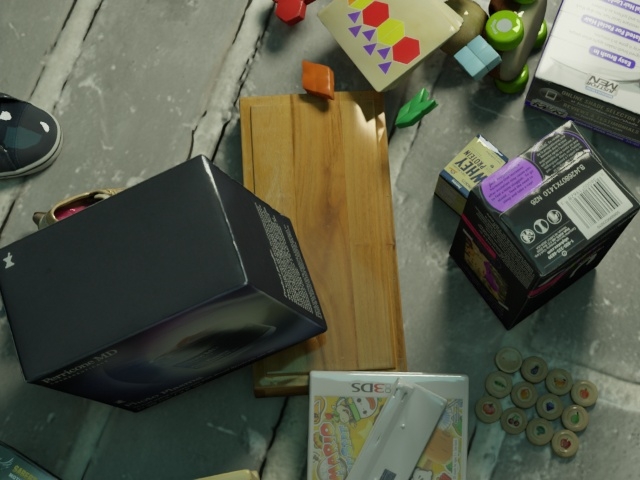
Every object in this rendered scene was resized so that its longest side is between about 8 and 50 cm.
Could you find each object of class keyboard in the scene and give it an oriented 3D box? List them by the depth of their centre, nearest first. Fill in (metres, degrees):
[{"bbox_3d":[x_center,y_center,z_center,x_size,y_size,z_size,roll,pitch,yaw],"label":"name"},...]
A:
[{"bbox_3d":[0.074,0.302,1.753,0.072,0.014,0.256,28,87,-8],"label":"keyboard"}]

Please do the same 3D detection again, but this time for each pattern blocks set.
[{"bbox_3d":[0.091,-0.299,1.892,0.285,0.026,0.324,-31,61,9],"label":"pattern blocks set"}]

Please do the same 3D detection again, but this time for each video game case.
[{"bbox_3d":[0.086,0.283,1.775,0.206,0.026,0.226,1,91,-2],"label":"video game case"}]

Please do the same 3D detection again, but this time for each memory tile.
[{"bbox_3d":[0.289,0.215,1.842,0.148,0.012,0.113,24,74,7],"label":"memory tile"}]

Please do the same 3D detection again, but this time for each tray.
[{"bbox_3d":[0.000,0.000,1.874,0.203,0.076,0.410,-4,74,-2],"label":"tray"}]

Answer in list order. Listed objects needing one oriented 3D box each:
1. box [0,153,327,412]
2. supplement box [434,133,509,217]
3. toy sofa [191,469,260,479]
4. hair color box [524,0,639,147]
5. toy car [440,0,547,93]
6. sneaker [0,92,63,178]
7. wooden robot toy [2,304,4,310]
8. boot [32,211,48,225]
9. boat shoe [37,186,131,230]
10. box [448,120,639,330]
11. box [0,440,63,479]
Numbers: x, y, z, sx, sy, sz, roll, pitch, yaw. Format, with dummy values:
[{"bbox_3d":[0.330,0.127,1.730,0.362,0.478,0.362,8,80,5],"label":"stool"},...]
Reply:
[{"bbox_3d":[-0.191,0.067,1.692,0.296,0.294,0.182,-24,69,12],"label":"box"},{"bbox_3d":[0.207,-0.088,1.897,0.056,0.083,0.083,42,77,11],"label":"supplement box"},{"bbox_3d":[-0.116,0.470,1.680,0.150,0.177,0.362,-12,74,1],"label":"toy sofa"},{"bbox_3d":[0.435,-0.323,1.962,0.185,0.110,0.338,22,72,5],"label":"hair color box"},{"bbox_3d":[0.213,-0.313,1.942,0.188,0.155,0.149,19,73,18],"label":"toy car"},{"bbox_3d":[-0.520,-0.164,1.892,0.321,0.127,0.126,6,71,0],"label":"sneaker"},{"bbox_3d":[-0.378,0.077,1.841,0.173,0.079,0.076,35,76,9],"label":"wooden robot toy"},{"bbox_3d":[-0.346,0.016,1.874,0.119,0.042,0.087,18,60,-6],"label":"boot"},{"bbox_3d":[-0.296,-0.040,1.864,0.170,0.059,0.063,-21,75,-32],"label":"boat shoe"},{"bbox_3d":[0.281,-0.012,1.777,0.165,0.270,0.143,-34,76,-10],"label":"box"},{"bbox_3d":[-0.326,0.327,1.711,0.231,0.183,0.056,31,77,9],"label":"box"}]
